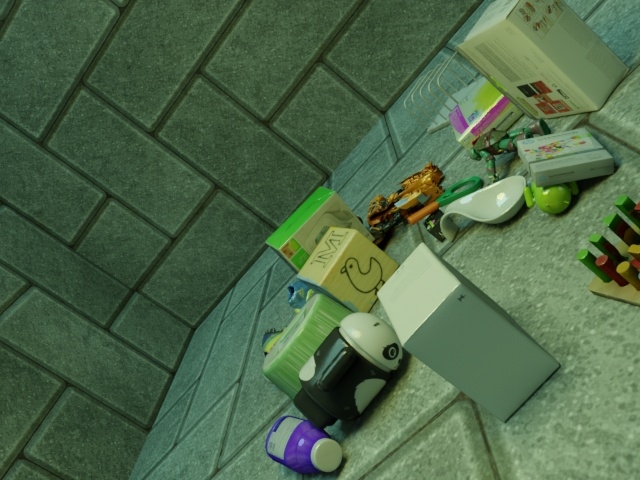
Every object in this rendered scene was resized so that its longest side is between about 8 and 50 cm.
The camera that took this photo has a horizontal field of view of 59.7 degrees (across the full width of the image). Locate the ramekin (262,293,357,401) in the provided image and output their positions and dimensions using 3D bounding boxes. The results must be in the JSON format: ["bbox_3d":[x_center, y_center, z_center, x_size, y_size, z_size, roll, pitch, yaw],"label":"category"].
[{"bbox_3d":[-0.025,0.291,1.524,0.303,0.148,0.303,-53,3,4],"label":"ramekin"}]

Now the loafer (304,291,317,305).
[{"bbox_3d":[0.032,0.183,1.833,0.251,0.094,0.087,-52,9,1],"label":"loafer"}]

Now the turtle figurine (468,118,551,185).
[{"bbox_3d":[0.464,-0.233,1.441,0.234,0.118,0.175,-20,35,57],"label":"turtle figurine"}]

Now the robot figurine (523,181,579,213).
[{"bbox_3d":[0.471,-0.097,1.140,0.101,0.067,0.115,-15,26,18],"label":"robot figurine"}]

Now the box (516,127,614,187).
[{"bbox_3d":[0.499,-0.174,1.154,0.145,0.038,0.186,-10,26,13],"label":"box"}]

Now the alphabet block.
[{"bbox_3d":[0.078,0.092,1.674,0.197,0.192,0.193,-56,23,-10],"label":"alphabet block"}]

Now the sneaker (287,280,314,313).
[{"bbox_3d":[-0.044,0.166,2.065,0.091,0.126,0.240,-36,22,51],"label":"sneaker"}]

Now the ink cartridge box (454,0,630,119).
[{"bbox_3d":[0.520,-0.446,1.355,0.130,0.309,0.272,-53,14,-3],"label":"ink cartridge box"}]

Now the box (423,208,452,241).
[{"bbox_3d":[0.325,-0.044,1.528,0.062,0.052,0.083,-49,12,15],"label":"box"}]

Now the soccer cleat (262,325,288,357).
[{"bbox_3d":[-0.116,0.362,1.947,0.289,0.094,0.121,-23,62,56],"label":"soccer cleat"}]

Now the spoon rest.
[{"bbox_3d":[0.384,-0.076,1.347,0.276,0.084,0.137,-33,23,56],"label":"spoon rest"}]

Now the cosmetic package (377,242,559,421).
[{"bbox_3d":[0.237,0.147,0.952,0.138,0.224,0.224,-50,13,8],"label":"cosmetic package"}]

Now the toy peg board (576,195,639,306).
[{"bbox_3d":[0.477,0.008,0.825,0.161,0.079,0.161,-54,13,-3],"label":"toy peg board"}]

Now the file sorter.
[{"bbox_3d":[0.473,-0.565,2.124,0.192,0.173,0.278,-55,13,-15],"label":"file sorter"}]

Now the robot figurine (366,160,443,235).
[{"bbox_3d":[0.265,-0.132,1.818,0.291,0.085,0.211,-32,21,27],"label":"robot figurine"}]

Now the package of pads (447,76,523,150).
[{"bbox_3d":[0.516,-0.409,1.728,0.229,0.101,0.296,-47,15,24],"label":"package of pads"}]

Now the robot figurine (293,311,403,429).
[{"bbox_3d":[0.065,0.297,1.271,0.278,0.174,0.209,-52,16,5],"label":"robot figurine"}]

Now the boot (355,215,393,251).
[{"bbox_3d":[0.154,-0.023,1.972,0.280,0.096,0.264,-29,20,51],"label":"boot"}]

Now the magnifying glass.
[{"bbox_3d":[0.342,-0.110,1.535,0.231,0.026,0.092,-30,17,-6],"label":"magnifying glass"}]

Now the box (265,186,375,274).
[{"bbox_3d":[0.000,0.000,1.812,0.262,0.231,0.127,-45,26,-9],"label":"box"}]

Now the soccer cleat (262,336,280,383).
[{"bbox_3d":[-0.088,0.319,1.747,0.331,0.116,0.143,-49,-23,10],"label":"soccer cleat"}]

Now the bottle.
[{"bbox_3d":[-0.039,0.481,1.305,0.118,0.092,0.283,-61,16,-23],"label":"bottle"}]
